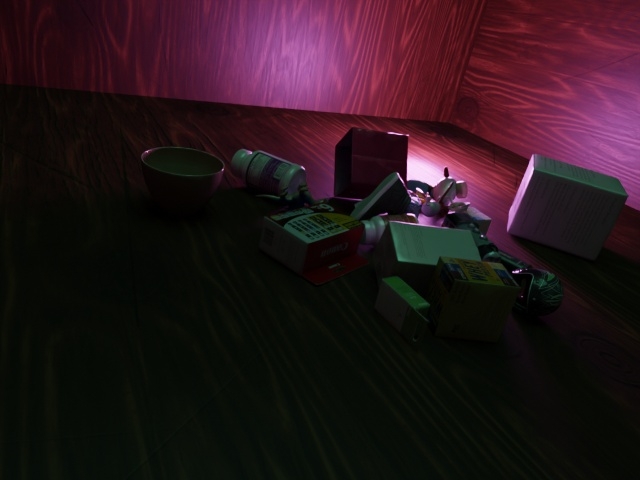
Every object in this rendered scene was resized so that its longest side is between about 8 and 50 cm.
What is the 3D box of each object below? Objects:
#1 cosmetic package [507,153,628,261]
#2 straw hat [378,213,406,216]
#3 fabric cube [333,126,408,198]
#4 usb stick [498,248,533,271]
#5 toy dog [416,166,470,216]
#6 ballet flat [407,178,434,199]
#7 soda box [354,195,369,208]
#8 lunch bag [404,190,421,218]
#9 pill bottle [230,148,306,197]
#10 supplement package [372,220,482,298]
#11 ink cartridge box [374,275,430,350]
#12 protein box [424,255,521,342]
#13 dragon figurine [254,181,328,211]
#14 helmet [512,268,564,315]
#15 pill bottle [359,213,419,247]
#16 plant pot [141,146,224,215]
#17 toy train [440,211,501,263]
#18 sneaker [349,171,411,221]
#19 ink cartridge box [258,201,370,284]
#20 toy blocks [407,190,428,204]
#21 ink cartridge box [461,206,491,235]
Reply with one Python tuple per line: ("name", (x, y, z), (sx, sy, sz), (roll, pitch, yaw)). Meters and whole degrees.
("cosmetic package", (1.115, -0.162, 2.258), (0.394, 0.329, 0.327), (21, 27, 14))
("straw hat", (0.282, -0.062, 1.991), (0.144, 0.061, 0.144), (-11, 18, 4))
("fabric cube", (0.218, -0.326, 2.175), (0.258, 0.259, 0.254), (5, -10, -16))
("usb stick", (0.706, 0.060, 1.957), (0.278, 0.045, 0.077), (33, 32, 34))
("toy dog", (0.553, -0.232, 2.234), (0.220, 0.161, 0.333), (-12, 16, 18))
("ballet flat", (0.545, -0.241, 2.461), (0.248, 0.086, 0.086), (23, 28, 16))
("soda box", (0.252, -0.164, 2.031), (0.216, 0.069, 0.074), (-29, 24, 9))
("lunch bag", (0.368, -0.130, 2.089), (0.096, 0.129, 0.151), (13, 27, 0))
("pill bottle", (-0.226, -0.283, 2.083), (0.301, 0.169, 0.169), (24, 29, 21))
("supplement package", (0.342, 0.071, 1.585), (0.293, 0.175, 0.177), (7, 46, -12))
("ink cartridge box", (0.246, 0.204, 1.398), (0.062, 0.109, 0.209), (-6, 32, -32))
("protein box", (0.435, 0.172, 1.441), (0.201, 0.199, 0.136), (7, 26, -10))
("dragon figurine", (-0.106, -0.145, 1.955), (0.289, 0.144, 0.085), (-12, 32, -6))
("helmet", (0.713, 0.171, 1.614), (0.169, 0.169, 0.161), (-2, 13, -27))
("pill bottle", (0.255, -0.036, 1.849), (0.216, 0.121, 0.121), (-4, 30, -17))
("plant pot", (-0.500, -0.200, 1.772), (0.284, 0.191, 0.284), (9, 27, -5))
("toy train", (0.526, 0.036, 1.761), (0.142, 0.190, 0.334), (5, 27, -15))
("sneaker", (0.239, -0.117, 1.938), (0.147, 0.296, 0.104), (45, 3, -16))
("ink cartridge box", (0.000, 0.000, 1.669), (0.272, 0.130, 0.309), (31, 31, 30))
("toy blocks", (0.441, -0.210, 2.363), (0.148, 0.054, 0.123), (14, 27, 3))
("ink cartridge box", (0.666, -0.086, 2.177), (0.092, 0.090, 0.143), (-3, 31, -28))
